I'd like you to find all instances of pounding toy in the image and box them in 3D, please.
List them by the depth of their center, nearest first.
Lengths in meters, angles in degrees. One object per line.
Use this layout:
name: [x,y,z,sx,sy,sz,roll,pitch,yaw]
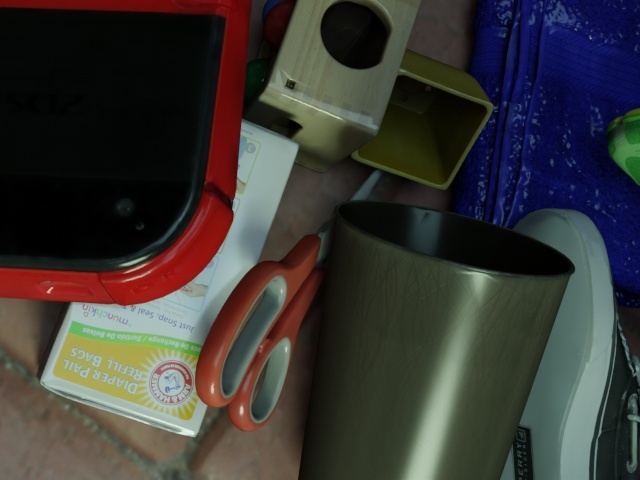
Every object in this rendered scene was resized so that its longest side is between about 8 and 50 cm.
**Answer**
pounding toy: [0.018,-0.175,0.673,0.094,0.181,0.206,21,77,-13]

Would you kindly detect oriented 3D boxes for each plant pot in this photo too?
plant pot: [0.073,-0.103,0.728,0.082,0.081,0.083,18,34,-15]

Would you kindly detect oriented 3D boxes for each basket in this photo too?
basket: [0.063,0.103,0.637,0.154,0.204,0.226,10,100,-6]

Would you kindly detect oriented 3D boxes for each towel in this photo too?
towel: [0.228,-0.110,0.784,0.228,0.076,0.308,13,79,-14]

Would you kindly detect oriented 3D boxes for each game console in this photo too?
game console: [-0.237,-0.137,0.593,0.387,0.060,0.341,3,75,5]

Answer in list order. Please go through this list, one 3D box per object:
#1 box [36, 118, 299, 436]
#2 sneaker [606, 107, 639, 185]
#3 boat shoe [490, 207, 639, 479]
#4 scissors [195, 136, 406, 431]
box: [-0.106,0.018,0.643,0.103,0.114,0.203,22,77,-14]
sneaker: [0.323,0.015,0.694,0.295,0.109,0.123,45,72,4]
boat shoe: [0.194,0.126,0.707,0.105,0.113,0.306,-7,95,-33]
scissors: [0.000,0.000,0.658,0.021,0.109,0.297,14,57,26]
